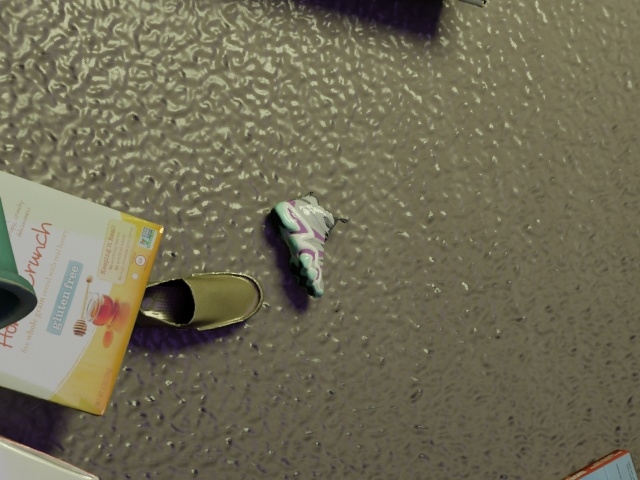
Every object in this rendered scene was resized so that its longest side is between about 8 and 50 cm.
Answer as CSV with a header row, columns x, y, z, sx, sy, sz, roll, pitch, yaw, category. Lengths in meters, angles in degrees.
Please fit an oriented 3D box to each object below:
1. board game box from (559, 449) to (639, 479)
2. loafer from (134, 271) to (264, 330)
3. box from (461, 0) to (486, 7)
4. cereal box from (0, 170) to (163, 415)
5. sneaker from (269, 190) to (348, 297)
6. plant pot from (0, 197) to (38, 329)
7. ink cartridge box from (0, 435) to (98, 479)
x,y,z,sx,sy,sz,roll,pitch,yaw,category
0.311,0.382,1.427,0.145,0.027,0.281,-21,97,-27,board game box
-0.115,0.058,1.215,0.148,0.050,0.056,-7,93,-25,loafer
0.075,-0.446,1.226,0.318,0.097,0.395,12,107,-31,box
-0.271,0.032,1.118,0.240,0.047,0.173,18,79,-13,cereal box
0.000,0.000,1.282,0.069,0.038,0.098,-25,99,-24,sneaker
-0.387,-0.097,0.929,0.341,0.341,0.334,-3,75,-27,plant pot
-0.281,0.230,1.023,0.100,0.237,0.172,28,76,-26,ink cartridge box
